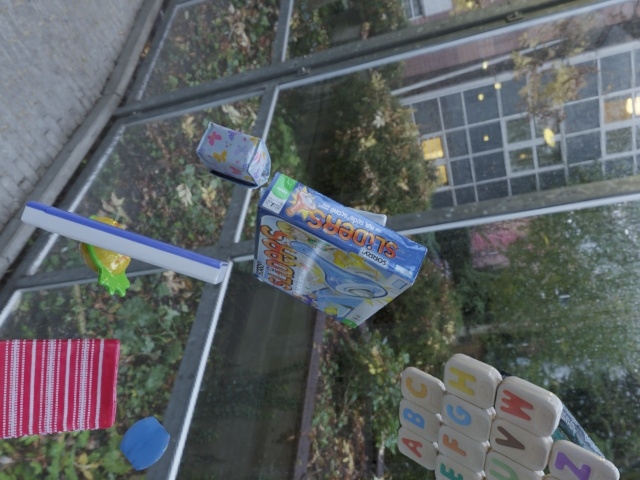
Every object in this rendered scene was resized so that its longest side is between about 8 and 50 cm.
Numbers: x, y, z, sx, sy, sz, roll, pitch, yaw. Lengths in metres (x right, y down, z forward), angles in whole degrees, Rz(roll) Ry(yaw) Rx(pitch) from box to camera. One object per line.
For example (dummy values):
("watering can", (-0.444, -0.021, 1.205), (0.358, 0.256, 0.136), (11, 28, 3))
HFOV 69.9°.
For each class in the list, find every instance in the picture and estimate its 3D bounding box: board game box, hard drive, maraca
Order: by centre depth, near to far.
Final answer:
("board game box", (0.002, 0.024, 0.445), (0.035, 0.136, 0.201), (-62, 178, -22))
("board game box", (0.376, 0.298, 0.741), (0.186, 0.026, 0.126), (49, -10, -14))
("hard drive", (-0.334, 0.010, 0.843), (0.210, 0.318, 0.040), (159, -51, -81))
("maraca", (-0.461, 0.032, 0.995), (0.127, 0.099, 0.186), (40, 30, -74))
("board game box", (-0.561, 0.658, 1.482), (0.133, 0.168, 0.033), (-43, 141, -27))

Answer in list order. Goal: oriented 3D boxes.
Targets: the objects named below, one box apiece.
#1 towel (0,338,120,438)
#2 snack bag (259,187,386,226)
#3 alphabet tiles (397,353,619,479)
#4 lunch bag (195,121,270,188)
("towel", (-0.544, 0.291, 0.897), (0.031, 0.274, 0.199), (16, -80, 60))
("snack bag", (0.000, 0.000, 1.198), (0.343, 0.322, 0.037), (100, 3, -60))
("alphabet tiles", (0.223, 0.293, 0.613), (0.021, 0.277, 0.285), (-26, 124, -42))
("lunch bag", (-0.101, -0.096, 0.555), (0.083, 0.071, 0.053), (78, 33, -79))
